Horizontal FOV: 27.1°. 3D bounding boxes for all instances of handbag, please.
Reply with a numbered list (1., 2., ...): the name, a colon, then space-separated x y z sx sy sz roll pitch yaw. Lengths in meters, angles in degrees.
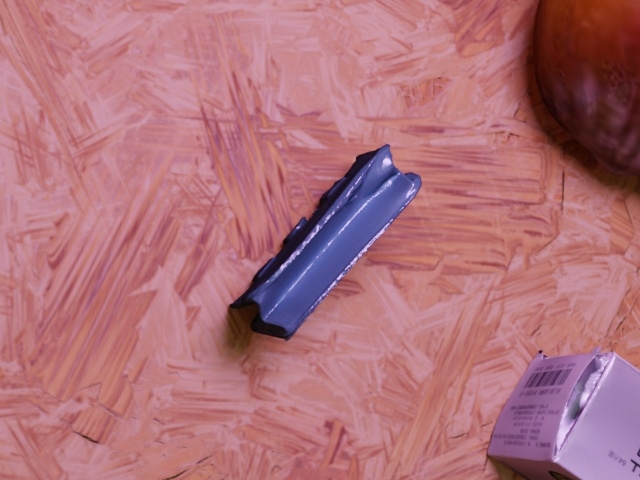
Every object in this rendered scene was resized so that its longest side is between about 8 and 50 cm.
1. handbag: 0.000 0.000 1.421 0.062 0.179 0.229 43 80 -9

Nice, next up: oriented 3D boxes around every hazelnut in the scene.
1. hazelnut: 0.423 -0.241 1.518 0.372 0.315 0.372 2 103 9

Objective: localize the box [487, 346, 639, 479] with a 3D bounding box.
1. box: 0.371 0.263 1.509 0.333 0.173 0.145 35 74 -12
